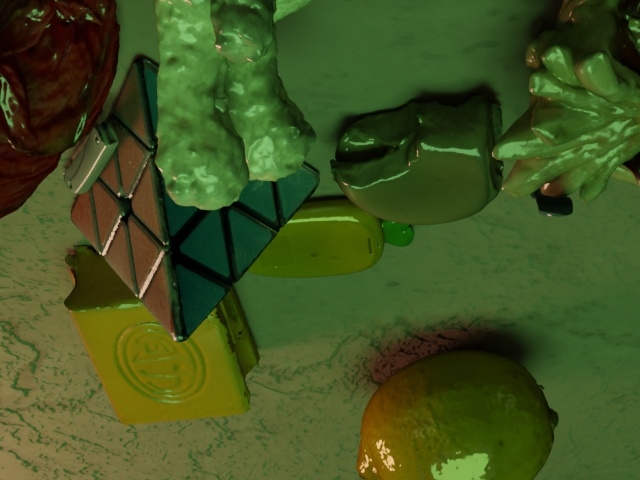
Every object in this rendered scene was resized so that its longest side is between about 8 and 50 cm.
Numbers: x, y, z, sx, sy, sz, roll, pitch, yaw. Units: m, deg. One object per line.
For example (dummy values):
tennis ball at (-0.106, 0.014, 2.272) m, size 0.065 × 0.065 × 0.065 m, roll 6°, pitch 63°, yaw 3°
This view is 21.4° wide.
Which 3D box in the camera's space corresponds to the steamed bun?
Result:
steamed bun at (0.309, -0.164, 1.790) m, size 0.247 × 0.189 × 0.428 m, roll 4°, pitch 146°, yaw 0°

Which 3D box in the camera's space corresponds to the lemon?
lemon at (0.190, 0.265, 2.361) m, size 0.263 × 0.236 × 0.236 m, roll 7°, pitch 145°, yaw -5°

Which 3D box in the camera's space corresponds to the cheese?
cheese at (0.113, -0.088, 1.953) m, size 0.202 × 0.091 × 0.175 m, roll -6°, pitch 144°, yaw 2°

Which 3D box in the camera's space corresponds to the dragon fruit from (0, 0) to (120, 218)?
dragon fruit at (-0.342, -0.174, 1.720) m, size 0.240 × 0.302 × 0.330 m, roll 38°, pitch 121°, yaw -7°

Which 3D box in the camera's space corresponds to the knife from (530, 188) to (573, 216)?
knife at (0.261, -0.046, 1.918) m, size 0.044 × 0.019 × 0.313 m, roll 0°, pitch -172°, yaw 6°

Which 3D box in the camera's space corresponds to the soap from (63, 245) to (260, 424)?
soap at (-0.203, 0.122, 2.221) m, size 0.204 × 0.096 × 0.324 m, roll -7°, pitch 146°, yaw 5°

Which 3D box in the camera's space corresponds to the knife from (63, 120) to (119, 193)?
knife at (-0.262, -0.095, 1.920) m, size 0.023 × 0.044 × 0.162 m, roll -18°, pitch 168°, yaw -27°

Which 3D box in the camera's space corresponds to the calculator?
calculator at (0.000, 0.000, 2.120) m, size 0.235 × 0.032 × 0.146 m, roll -5°, pitch 146°, yaw 5°

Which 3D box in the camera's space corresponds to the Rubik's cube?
Rubik's cube at (-0.163, -0.047, 1.933) m, size 0.228 × 0.233 × 0.229 m, roll 37°, pitch 96°, yaw 3°

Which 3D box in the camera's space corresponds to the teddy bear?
teddy bear at (0.026, -0.230, 1.548) m, size 0.362 × 0.375 × 0.327 m, roll -3°, pitch -167°, yaw 29°
